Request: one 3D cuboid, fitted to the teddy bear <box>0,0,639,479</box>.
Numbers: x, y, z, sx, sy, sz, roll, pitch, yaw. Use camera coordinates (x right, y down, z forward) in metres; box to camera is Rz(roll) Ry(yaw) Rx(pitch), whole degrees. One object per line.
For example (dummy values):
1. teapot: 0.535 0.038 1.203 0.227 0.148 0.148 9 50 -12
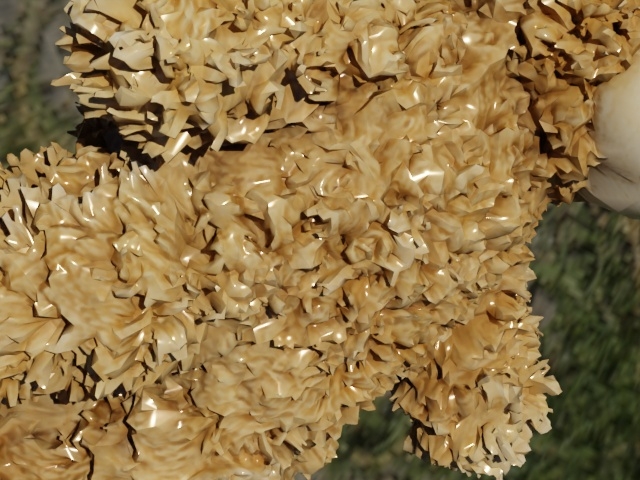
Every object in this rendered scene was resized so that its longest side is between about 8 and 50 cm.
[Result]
1. teddy bear: 0.000 0.000 0.581 0.338 0.113 0.245 -19 126 -17
